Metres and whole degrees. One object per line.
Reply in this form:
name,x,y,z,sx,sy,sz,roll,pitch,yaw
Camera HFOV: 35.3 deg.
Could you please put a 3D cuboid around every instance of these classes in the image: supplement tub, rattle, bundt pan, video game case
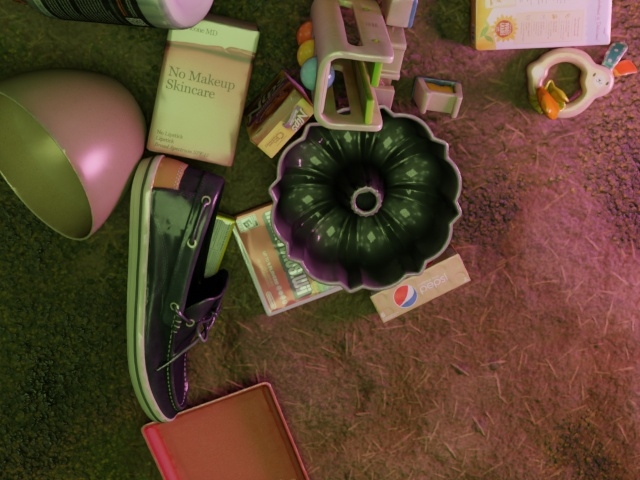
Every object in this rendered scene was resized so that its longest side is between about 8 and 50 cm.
supplement tub,-0.331,-0.429,1.535,0.315,0.193,0.194,9,108,20
rattle,0.463,-0.279,1.732,0.199,0.143,0.130,-9,89,4
bundt pan,0.071,-0.083,1.731,0.330,0.124,0.331,-1,108,-4
video game case,0.000,0.000,1.831,0.285,0.025,0.204,-21,108,1

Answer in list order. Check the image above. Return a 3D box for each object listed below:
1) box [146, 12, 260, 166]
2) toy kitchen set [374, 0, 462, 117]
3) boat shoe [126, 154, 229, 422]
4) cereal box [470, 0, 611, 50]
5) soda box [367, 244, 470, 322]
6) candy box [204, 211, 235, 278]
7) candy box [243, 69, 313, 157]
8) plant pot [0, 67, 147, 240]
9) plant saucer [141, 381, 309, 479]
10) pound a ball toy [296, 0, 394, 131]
box,-0.195,-0.258,1.679,0.148,0.127,0.232,11,106,-8
toy kitchen set,0.176,-0.334,1.715,0.166,0.122,0.207,6,127,-8
boat shoe,-0.239,0.099,1.719,0.155,0.187,0.500,6,113,1
cereal box,0.379,-0.419,1.724,0.240,0.047,0.173,-3,108,-5
soda box,0.180,0.079,1.855,0.181,0.058,0.061,-26,108,4
candy box,-0.233,0.035,1.807,0.105,0.027,0.206,17,112,-12
candy box,-0.073,-0.214,1.672,0.053,0.187,0.109,41,99,-18
plant pot,-0.396,-0.169,1.638,0.191,0.284,0.284,-41,110,-30
plant saucer,-0.177,0.413,1.932,0.259,0.048,0.259,-20,108,0
pound a ball toy,0.033,-0.337,1.601,0.135,0.319,0.208,4,122,-7
